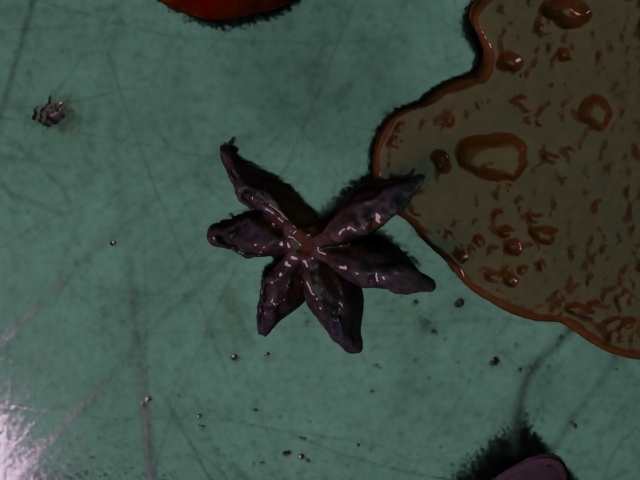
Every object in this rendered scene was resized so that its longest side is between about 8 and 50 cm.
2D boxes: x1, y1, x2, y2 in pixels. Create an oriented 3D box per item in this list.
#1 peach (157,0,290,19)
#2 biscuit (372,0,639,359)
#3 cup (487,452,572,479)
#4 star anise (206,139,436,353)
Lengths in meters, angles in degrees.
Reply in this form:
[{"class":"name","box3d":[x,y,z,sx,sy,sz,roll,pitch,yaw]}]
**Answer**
[{"class":"peach","box3d":[-0.071,-0.281,1.354,0.197,0.197,0.197,0,95,-1]},{"class":"biscuit","box3d":[0.229,-0.075,1.442,0.351,0.057,0.312,18,94,-5]},{"class":"cup","box3d":[0.233,0.345,1.429,0.288,0.203,0.203,42,93,-10]},{"class":"star anise","box3d":[-0.004,0.015,1.419,0.208,0.063,0.172,11,110,19]}]
